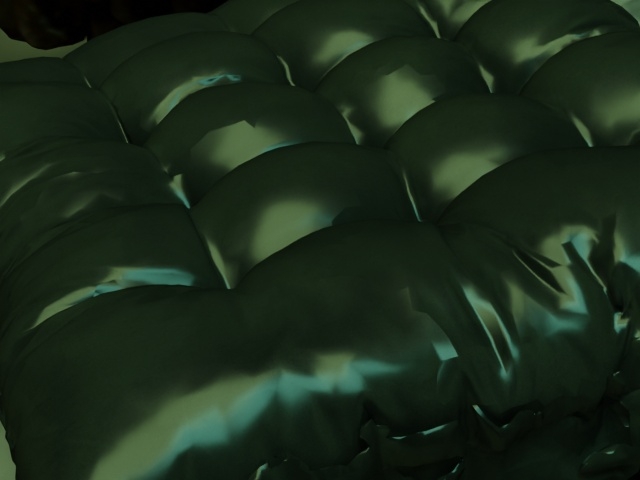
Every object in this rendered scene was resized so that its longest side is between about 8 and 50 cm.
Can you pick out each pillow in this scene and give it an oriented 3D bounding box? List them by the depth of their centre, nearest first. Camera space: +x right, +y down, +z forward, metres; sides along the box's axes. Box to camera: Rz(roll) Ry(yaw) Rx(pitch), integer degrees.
[{"bbox_3d":[0.000,0.000,0.506,0.228,0.101,0.326,-19,28,-13],"label":"pillow"}]

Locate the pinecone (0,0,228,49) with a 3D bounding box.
[{"bbox_3d":[-0.053,-0.182,0.723,0.224,0.224,0.272,-23,49,-14],"label":"pinecone"}]
